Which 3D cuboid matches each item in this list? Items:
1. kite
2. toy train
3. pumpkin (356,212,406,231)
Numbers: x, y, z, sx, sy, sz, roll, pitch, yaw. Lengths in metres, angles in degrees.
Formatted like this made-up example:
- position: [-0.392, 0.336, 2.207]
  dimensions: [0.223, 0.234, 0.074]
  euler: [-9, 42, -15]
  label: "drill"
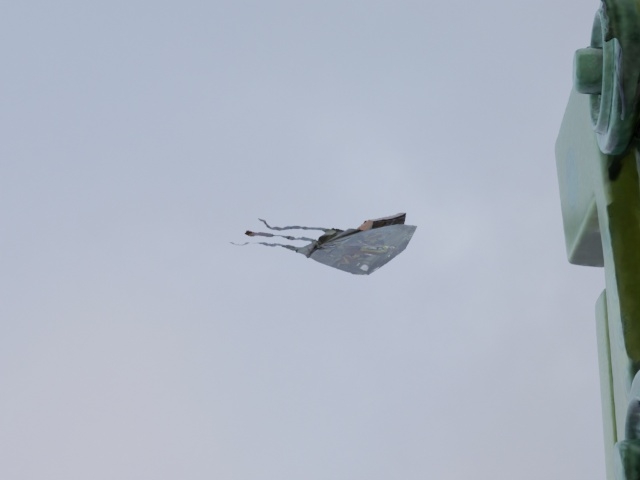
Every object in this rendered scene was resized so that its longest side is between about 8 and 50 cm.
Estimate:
- position: [0.000, 0.001, 1.341]
  dimensions: [0.141, 0.245, 0.015]
  euler: [-37, -53, -49]
  label: "kite"
- position: [0.216, 0.035, 0.567]
  dimensions: [0.253, 0.160, 0.397]
  euler: [81, -172, -66]
  label: "toy train"
- position: [0.092, -0.019, 1.651]
  dimensions: [0.073, 0.101, 0.035]
  euler: [-6, -118, -28]
  label: "pumpkin"
